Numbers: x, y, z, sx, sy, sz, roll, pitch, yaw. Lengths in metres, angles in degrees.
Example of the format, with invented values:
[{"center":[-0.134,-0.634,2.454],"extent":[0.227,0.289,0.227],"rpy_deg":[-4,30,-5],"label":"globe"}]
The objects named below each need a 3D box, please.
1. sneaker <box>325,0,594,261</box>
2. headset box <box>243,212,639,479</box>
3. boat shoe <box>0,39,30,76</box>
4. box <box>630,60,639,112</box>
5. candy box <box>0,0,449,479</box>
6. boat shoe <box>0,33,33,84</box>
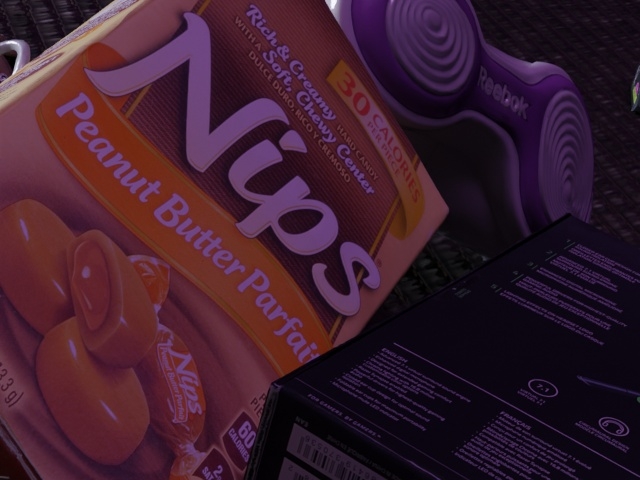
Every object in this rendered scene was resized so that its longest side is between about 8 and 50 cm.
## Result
[{"center":[0.059,-0.071,0.944],"extent":[0.152,0.114,0.305],"rpy_deg":[1,-27,39],"label":"sneaker"},{"center":[0.140,0.122,0.693],"extent":[0.246,0.131,0.283],"rpy_deg":[28,30,24],"label":"headset box"},{"center":[-0.177,-0.032,0.786],"extent":[0.367,0.156,0.136],"rpy_deg":[-3,32,-32],"label":"boat shoe"},{"center":[0.305,-0.128,1.328],"extent":[0.083,0.052,0.062],"rpy_deg":[17,27,1],"label":"box"},{"center":[-0.074,0.000,0.700],"extent":[0.087,0.183,0.316],"rpy_deg":[-20,19,37],"label":"candy box"},{"center":[-0.220,-0.093,0.976],"extent":[0.066,0.066,0.183],"rpy_deg":[17,27,-1],"label":"boat shoe"}]
